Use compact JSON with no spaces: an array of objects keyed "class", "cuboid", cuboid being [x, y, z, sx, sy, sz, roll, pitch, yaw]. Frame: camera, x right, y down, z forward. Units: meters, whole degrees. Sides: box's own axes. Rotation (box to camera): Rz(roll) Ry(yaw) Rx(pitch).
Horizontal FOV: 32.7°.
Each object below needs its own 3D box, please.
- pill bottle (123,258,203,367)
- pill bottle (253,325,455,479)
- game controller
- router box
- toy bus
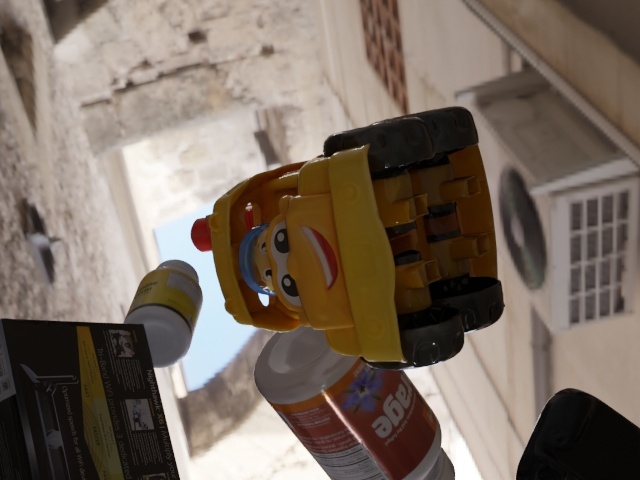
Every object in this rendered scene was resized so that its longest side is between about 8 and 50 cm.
[{"class":"pill bottle","cuboid":[-0.231,0.102,1.631,0.103,0.103,0.184,-6,-154,6]},{"class":"pill bottle","cuboid":[0.041,0.171,1.042,0.121,0.216,0.121,-27,-151,16]},{"class":"game controller","cuboid":[0.376,0.310,1.267,0.319,0.067,0.166,36,-127,-7]},{"class":"router box","cuboid":[-0.296,0.255,1.357,0.081,0.309,0.243,-27,160,30]},{"class":"toy bus","cuboid":[0.000,0.000,0.724,0.211,0.150,0.220,-6,-173,23]}]
